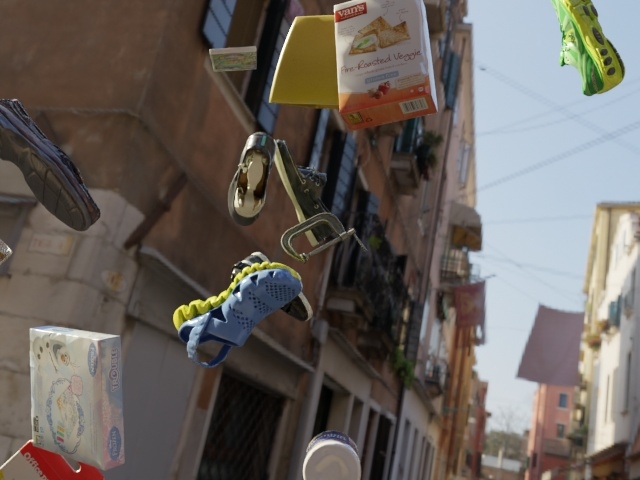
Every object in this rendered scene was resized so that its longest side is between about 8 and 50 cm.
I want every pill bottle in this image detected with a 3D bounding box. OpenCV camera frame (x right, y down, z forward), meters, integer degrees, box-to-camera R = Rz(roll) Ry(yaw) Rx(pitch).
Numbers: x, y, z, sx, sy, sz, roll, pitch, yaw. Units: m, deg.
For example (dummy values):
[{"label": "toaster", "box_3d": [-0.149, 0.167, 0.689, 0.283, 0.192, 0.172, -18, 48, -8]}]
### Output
[{"label": "pill bottle", "box_3d": [0.014, 0.267, 0.823, 0.067, 0.067, 0.120, 11, -6, 2]}]

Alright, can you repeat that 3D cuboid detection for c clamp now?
[{"label": "c clamp", "box_3d": [0.000, 0.000, 1.480, 0.161, 0.137, 0.022, -24, -32, -8]}]

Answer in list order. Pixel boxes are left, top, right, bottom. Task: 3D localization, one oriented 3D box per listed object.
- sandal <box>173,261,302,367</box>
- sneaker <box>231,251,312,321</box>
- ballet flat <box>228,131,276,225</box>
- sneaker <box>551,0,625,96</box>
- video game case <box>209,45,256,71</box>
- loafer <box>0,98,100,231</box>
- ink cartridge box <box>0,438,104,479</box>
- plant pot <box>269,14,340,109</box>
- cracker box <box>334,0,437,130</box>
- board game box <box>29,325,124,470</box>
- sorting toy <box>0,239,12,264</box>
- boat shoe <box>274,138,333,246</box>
[{"label": "sandal", "box_3d": [-0.164, 0.158, 1.373, 0.317, 0.138, 0.126, -33, -48, 25]}, {"label": "sneaker", "box_3d": [-0.130, 0.135, 1.628, 0.217, 0.121, 0.079, 44, -42, 16]}, {"label": "ballet flat", "box_3d": [-0.128, -0.098, 1.235, 0.074, 0.074, 0.203, 14, -57, -7]}, {"label": "sneaker", "box_3d": [0.600, -0.473, 1.605, 0.109, 0.295, 0.123, -5, -20, -35]}, {"label": "video game case", "box_3d": [-0.169, -0.353, 1.331, 0.087, 0.011, 0.122, -6, -1, -5]}, {"label": "loafer", "box_3d": [-0.489, -0.148, 1.217, 0.302, 0.095, 0.109, 44, -45, 6]}, {"label": "ink cartridge box", "box_3d": [-0.462, 0.415, 1.090, 0.134, 0.231, 0.078, 46, -11, 10]}, {"label": "plant pot", "box_3d": [0.034, -0.385, 1.491, 0.212, 0.187, 0.212, 9, 11, 29]}, {"label": "cracker box", "box_3d": [0.110, -0.317, 1.177, 0.156, 0.232, 0.067, -10, -24, 17]}, {"label": "board game box", "box_3d": [-0.176, 0.110, 0.491, 0.090, 0.090, 0.020, 1, 3, 38]}, {"label": "sorting toy", "box_3d": [-0.433, 0.014, 0.827, 0.083, 0.075, 0.045, 44, -12, -18]}, {"label": "boat shoe", "box_3d": [-0.031, -0.136, 1.800, 0.113, 0.127, 0.340, -23, -58, 0]}]
